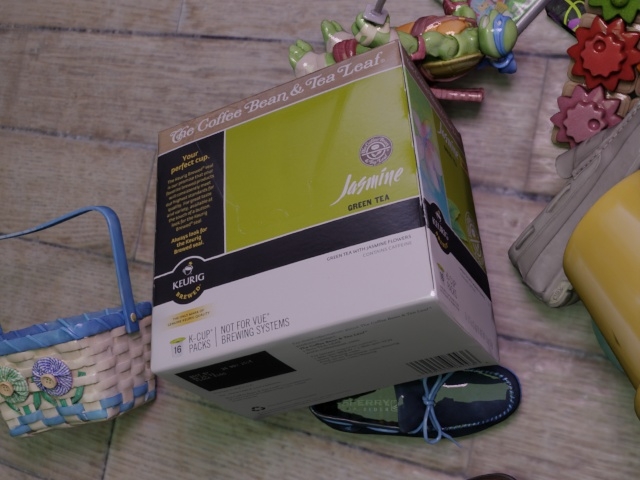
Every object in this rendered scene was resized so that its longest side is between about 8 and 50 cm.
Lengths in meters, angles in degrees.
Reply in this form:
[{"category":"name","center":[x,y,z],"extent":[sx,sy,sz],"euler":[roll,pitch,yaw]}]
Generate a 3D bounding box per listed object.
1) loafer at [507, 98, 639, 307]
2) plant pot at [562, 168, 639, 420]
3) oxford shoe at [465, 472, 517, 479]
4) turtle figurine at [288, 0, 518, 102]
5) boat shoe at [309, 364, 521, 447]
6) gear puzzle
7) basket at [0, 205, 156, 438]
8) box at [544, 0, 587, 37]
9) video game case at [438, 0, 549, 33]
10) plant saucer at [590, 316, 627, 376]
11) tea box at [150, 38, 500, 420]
[{"category":"loafer","center":[0.304,-0.070,0.922],"extent":[0.111,0.112,0.319],"euler":[47,124,31]},{"category":"plant pot","center":[0.370,0.059,0.812],"extent":[0.254,0.254,0.239],"euler":[-47,51,12]},{"category":"oxford shoe","center":[0.135,0.343,0.992],"extent":[0.227,0.096,0.083],"euler":[-35,68,15]},{"category":"turtle figurine","center":[0.087,-0.285,1.026],"extent":[0.266,0.275,0.198],"euler":[-8,58,36]},{"category":"boat shoe","center":[0.109,0.203,1.025],"extent":[0.258,0.089,0.109],"euler":[-16,76,22]},{"category":"gear puzzle","center":[0.358,-0.234,0.913],"extent":[0.175,0.044,0.339],"euler":[21,120,26]},{"category":"basket","center":[-0.359,0.114,1.193],"extent":[0.255,0.201,0.289],"euler":[-16,86,23]},{"category":"box","center":[0.363,-0.268,1.007],"extent":[0.116,0.029,0.162],"euler":[-48,68,12]},{"category":"video game case","center":[0.233,-0.377,1.085],"extent":[0.212,0.023,0.193],"euler":[-47,67,12]},{"category":"plant saucer","center":[0.395,0.074,0.940],"extent":[0.195,0.037,0.195],"euler":[-3,82,25]},{"category":"tea box","center":[0.000,0.000,0.991],"extent":[0.329,0.220,0.323],"euler":[-16,59,22]}]
